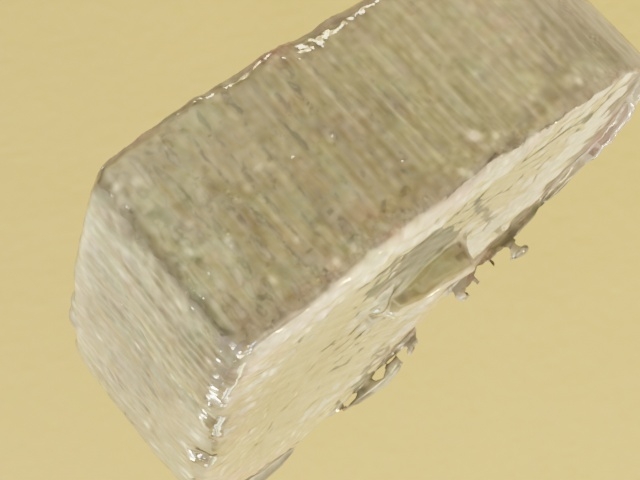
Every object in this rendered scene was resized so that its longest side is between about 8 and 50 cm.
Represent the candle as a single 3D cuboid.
[{"bbox_3d":[0.000,0.000,0.523,0.068,0.192,0.168,48,21,14],"label":"candle"}]
